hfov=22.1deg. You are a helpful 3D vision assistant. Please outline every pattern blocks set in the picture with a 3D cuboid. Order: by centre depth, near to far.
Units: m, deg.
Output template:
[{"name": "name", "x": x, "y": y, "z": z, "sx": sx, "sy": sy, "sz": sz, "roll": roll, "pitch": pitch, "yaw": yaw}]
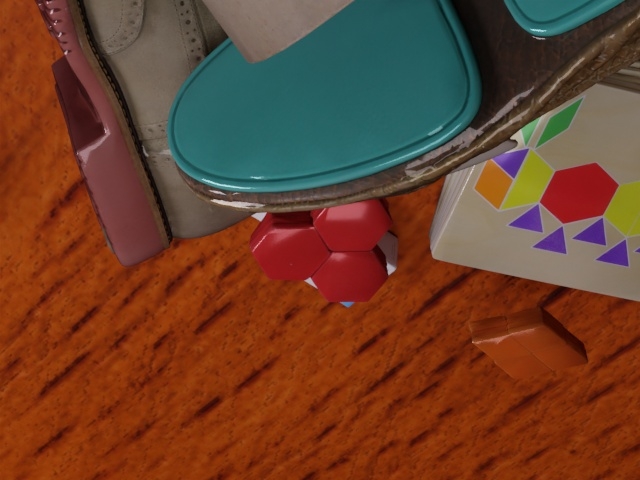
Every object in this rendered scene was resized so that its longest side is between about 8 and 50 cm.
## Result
[{"name": "pattern blocks set", "x": 0.154, "y": -0.034, "z": 0.899, "sx": 0.325, "sy": 0.026, "sz": 0.285, "roll": 18, "pitch": 125, "yaw": -20}]

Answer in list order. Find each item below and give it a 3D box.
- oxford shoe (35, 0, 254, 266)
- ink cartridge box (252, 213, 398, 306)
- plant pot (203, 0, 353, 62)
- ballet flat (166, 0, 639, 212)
[{"name": "oxford shoe", "x": -0.084, "y": -0.139, "z": 0.818, "sx": 0.130, "sy": 0.123, "sz": 0.348, "roll": -17, "pitch": 139, "yaw": -7}, {"name": "ink cartridge box", "x": 0.000, "y": 0.000, "z": 0.985, "sx": 0.083, "sy": 0.028, "sz": 0.048, "roll": 32, "pitch": 129, "yaw": -22}, {"name": "plant pot", "x": -0.028, "y": -0.253, "z": 0.618, "sx": 0.274, "sy": 0.256, "sz": 0.256, "roll": 46, "pitch": 125, "yaw": -12}, {"name": "ballet flat", "x": 0.091, "y": -0.098, "z": 0.752, "sx": 0.342, "sy": 0.116, "sz": 0.124, "roll": -30, "pitch": 156, "yaw": 26}]
